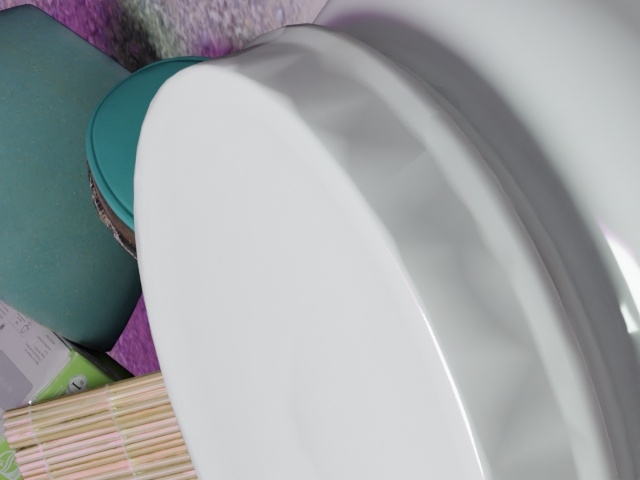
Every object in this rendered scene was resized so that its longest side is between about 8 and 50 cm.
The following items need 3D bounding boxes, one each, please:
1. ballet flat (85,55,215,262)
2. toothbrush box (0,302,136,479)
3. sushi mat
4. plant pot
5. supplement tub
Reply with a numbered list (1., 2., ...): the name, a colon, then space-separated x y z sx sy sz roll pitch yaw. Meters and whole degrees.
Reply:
1. ballet flat: 0.000 0.000 1.048 0.182 0.164 0.483 52 163 -26
2. toothbrush box: -0.187 0.169 1.428 0.283 0.122 0.206 42 175 -38
3. sushi mat: -0.076 0.159 1.206 0.151 0.316 0.019 71 -158 -6
4. plant pot: -0.234 -0.073 1.366 0.290 0.195 0.290 34 179 0
5. supplement tub: 0.132 0.000 0.513 0.235 0.325 0.235 46 147 43
